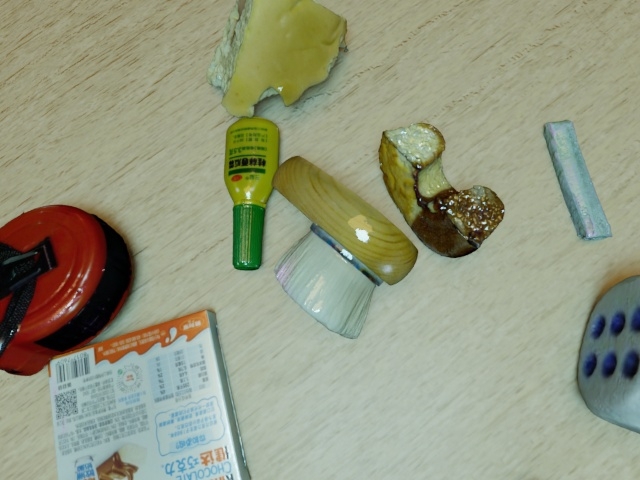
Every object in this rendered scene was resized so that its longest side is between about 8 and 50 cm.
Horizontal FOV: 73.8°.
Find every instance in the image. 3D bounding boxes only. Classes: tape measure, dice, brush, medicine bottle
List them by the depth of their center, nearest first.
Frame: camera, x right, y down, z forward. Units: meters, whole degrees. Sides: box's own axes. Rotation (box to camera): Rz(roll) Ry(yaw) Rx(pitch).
[{"bbox_3d":[0.457,0.157,0.523,0.191,0.193,0.194,20,80,10],"label":"dice"},{"bbox_3d":[0.000,0.000,0.637,0.266,0.174,0.166,43,93,23],"label":"brush"},{"bbox_3d":[-0.437,0.059,0.673,0.260,0.114,0.253,-35,63,-6],"label":"tape measure"},{"bbox_3d":[-0.118,-0.080,0.717,0.094,0.064,0.261,-1,76,6],"label":"medicine bottle"}]

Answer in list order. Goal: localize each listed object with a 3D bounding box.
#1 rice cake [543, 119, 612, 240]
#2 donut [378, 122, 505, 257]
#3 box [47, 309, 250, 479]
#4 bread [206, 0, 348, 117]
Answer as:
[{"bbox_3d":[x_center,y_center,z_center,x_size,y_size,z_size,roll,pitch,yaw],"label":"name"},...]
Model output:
[{"bbox_3d":[0.404,-0.100,0.677,0.043,0.034,0.211,-10,74,1],"label":"rice cake"},{"bbox_3d":[0.175,-0.074,0.647,0.085,0.141,0.217,-30,74,-12],"label":"donut"},{"bbox_3d":[-0.267,0.271,0.649,0.273,0.048,0.265,-16,73,1],"label":"box"},{"bbox_3d":[-0.060,-0.325,0.743,0.211,0.224,0.184,8,38,-31],"label":"bread"}]
